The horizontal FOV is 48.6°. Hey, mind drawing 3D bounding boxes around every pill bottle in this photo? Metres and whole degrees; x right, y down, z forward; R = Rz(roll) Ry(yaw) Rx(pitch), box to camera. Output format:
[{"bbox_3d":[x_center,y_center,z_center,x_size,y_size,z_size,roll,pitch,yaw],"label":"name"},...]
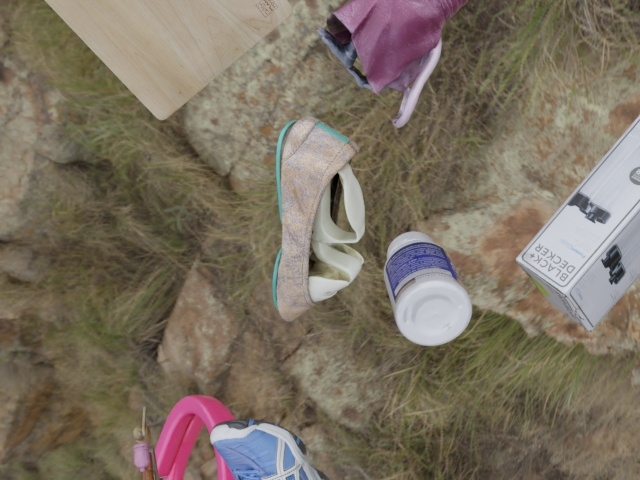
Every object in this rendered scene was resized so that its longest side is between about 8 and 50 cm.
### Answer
[{"bbox_3d":[0.155,0.064,1.079,0.112,0.187,0.112,-2,118,-3],"label":"pill bottle"}]

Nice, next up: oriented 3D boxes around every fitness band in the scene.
[{"bbox_3d":[-0.176,0.349,0.998,0.209,0.054,0.291,57,133,44],"label":"fitness band"}]

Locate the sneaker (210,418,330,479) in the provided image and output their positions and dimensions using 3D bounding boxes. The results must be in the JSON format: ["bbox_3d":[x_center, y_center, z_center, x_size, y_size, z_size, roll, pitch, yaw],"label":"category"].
[{"bbox_3d":[-0.048,0.272,0.784,0.080,0.081,0.211,-20,124,31],"label":"sneaker"}]

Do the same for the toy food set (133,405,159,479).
[{"bbox_3d":[-0.222,0.277,0.896,0.019,0.078,0.122,-8,110,-10],"label":"toy food set"}]

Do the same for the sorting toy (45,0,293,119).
[{"bbox_3d":[-0.219,-0.354,1.006,0.255,0.089,0.257,-37,119,8],"label":"sorting toy"}]

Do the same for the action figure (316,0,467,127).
[{"bbox_3d":[0.185,-0.386,1.112,0.370,0.248,0.276,-38,100,11],"label":"action figure"}]

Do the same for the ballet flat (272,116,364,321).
[{"bbox_3d":[0.000,0.000,0.873,0.106,0.107,0.316,19,136,17],"label":"ballet flat"}]

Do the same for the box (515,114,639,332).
[{"bbox_3d":[0.412,-0.029,0.968,0.290,0.169,0.087,-51,50,3],"label":"box"}]
